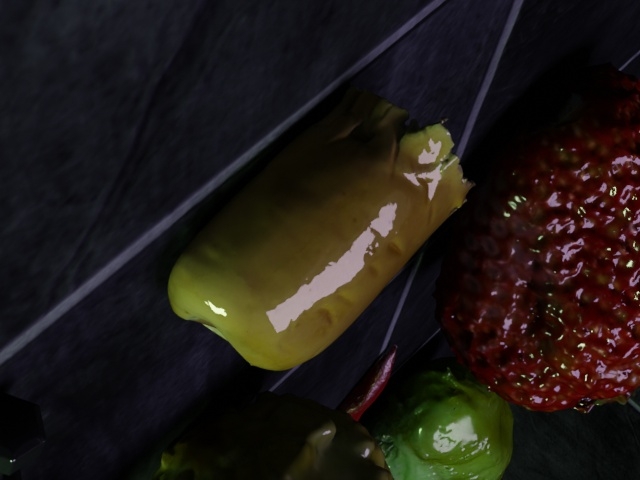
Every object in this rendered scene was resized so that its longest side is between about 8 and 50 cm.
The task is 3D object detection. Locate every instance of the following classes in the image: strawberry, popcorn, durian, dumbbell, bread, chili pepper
[{"bbox_3d":[0.250,0.005,1.106,0.312,0.267,0.351,-37,139,-14],"label":"strawberry"},{"bbox_3d":[-0.051,0.229,0.948,0.235,0.217,0.181,-37,137,-12],"label":"popcorn"},{"bbox_3d":[0.173,0.296,1.736,0.256,0.204,0.340,-18,150,-39],"label":"durian"},{"bbox_3d":[-0.164,0.113,0.594,0.040,0.036,0.083,-33,161,-42],"label":"dumbbell"},{"bbox_3d":[0.001,0.001,0.667,0.173,0.085,0.134,-45,165,-7],"label":"bread"},{"bbox_3d":[0.055,0.189,1.451,0.045,0.027,0.178,-23,151,-56],"label":"chili pepper"}]
